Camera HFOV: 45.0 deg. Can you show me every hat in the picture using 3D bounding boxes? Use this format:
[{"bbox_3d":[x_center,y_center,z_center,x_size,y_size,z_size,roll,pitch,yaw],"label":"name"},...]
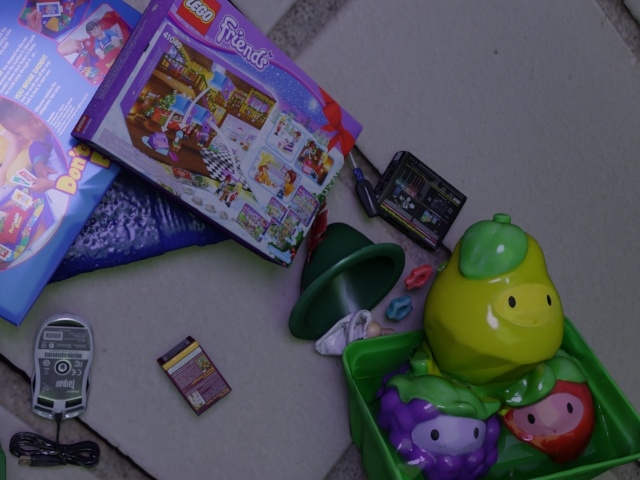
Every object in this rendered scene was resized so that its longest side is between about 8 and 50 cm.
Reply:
[{"bbox_3d":[0.000,0.000,1.044,0.208,0.183,0.173,-44,151,12],"label":"hat"}]

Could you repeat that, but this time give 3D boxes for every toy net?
[{"bbox_3d":[0.104,0.105,1.057,0.232,0.045,0.122,-19,136,-22],"label":"toy net"}]

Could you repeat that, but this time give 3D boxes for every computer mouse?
[{"bbox_3d":[-0.309,0.177,0.925,0.106,0.042,0.193,7,97,-18],"label":"computer mouse"}]

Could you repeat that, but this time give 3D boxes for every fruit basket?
[{"bbox_3d":[0.226,0.172,0.990,0.392,0.283,0.392,-14,138,-13],"label":"fruit basket"}]

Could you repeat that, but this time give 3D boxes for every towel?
[{"bbox_3d":[-0.220,-0.089,0.931,0.308,0.076,0.228,-15,92,-20],"label":"towel"}]

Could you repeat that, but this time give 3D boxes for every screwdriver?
[{"bbox_3d":[0.041,-0.110,1.040,0.024,0.025,0.170,-24,90,24],"label":"screwdriver"}]

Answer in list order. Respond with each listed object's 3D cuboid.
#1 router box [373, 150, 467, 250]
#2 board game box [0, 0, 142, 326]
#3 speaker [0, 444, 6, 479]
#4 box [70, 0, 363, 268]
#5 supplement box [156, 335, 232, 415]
[{"bbox_3d":[0.136,-0.055,1.091,0.122,0.038,0.092,35,80,-20],"label":"router box"},{"bbox_3d":[-0.322,-0.119,0.809,0.233,0.078,0.347,34,78,-16],"label":"board game box"},{"bbox_3d":[-0.381,0.251,0.760,0.131,0.296,0.131,-2,94,-22],"label":"speaker"},{"bbox_3d":[-0.097,-0.121,0.853,0.293,0.057,0.201,36,78,-40],"label":"box"},{"bbox_3d":[-0.160,0.171,0.982,0.055,0.043,0.083,-36,105,-17],"label":"supplement box"}]
